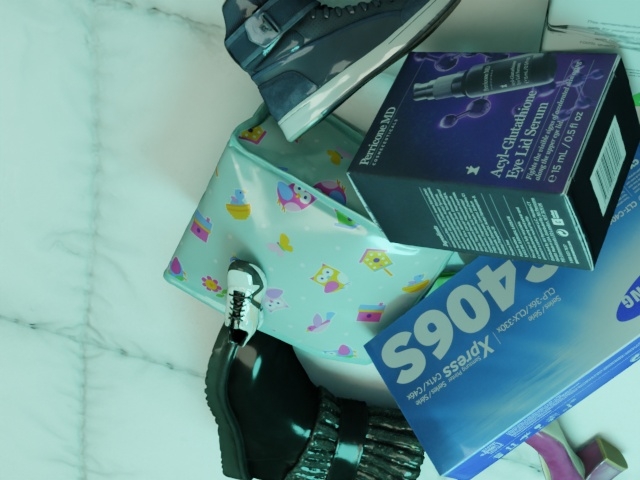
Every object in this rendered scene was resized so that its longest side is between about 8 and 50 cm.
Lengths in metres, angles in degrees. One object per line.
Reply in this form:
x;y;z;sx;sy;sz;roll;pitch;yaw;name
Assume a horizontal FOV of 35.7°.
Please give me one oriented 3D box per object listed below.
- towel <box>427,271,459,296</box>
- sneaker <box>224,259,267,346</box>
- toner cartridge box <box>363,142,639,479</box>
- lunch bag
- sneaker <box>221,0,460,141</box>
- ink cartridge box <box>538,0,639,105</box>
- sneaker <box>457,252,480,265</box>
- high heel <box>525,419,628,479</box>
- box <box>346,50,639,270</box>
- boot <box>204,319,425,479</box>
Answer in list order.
0.189;0.097;1.176;0.113;0.023;0.152;-5;122;16;towel
-0.078;0.065;1.014;0.040;0.044;0.109;13;134;16;sneaker
0.225;0.073;0.983;0.348;0.165;0.075;-40;150;13;toner cartridge box
0.000;0.000;1.066;0.262;0.160;0.223;30;127;-1;lunch bag
0.012;-0.224;0.939;0.226;0.086;0.163;-36;91;10;sneaker
0.267;-0.196;0.828;0.153;0.087;0.208;9;163;9;ink cartridge box
0.185;-0.074;1.018;0.094;0.090;0.235;30;126;10;sneaker
0.261;0.259;1.238;0.244;0.082;0.117;30;118;-25;high heel
0.152;-0.075;0.867;0.207;0.153;0.108;7;148;34;box
0.007;0.211;1.233;0.260;0.131;0.348;13;139;14;boot
